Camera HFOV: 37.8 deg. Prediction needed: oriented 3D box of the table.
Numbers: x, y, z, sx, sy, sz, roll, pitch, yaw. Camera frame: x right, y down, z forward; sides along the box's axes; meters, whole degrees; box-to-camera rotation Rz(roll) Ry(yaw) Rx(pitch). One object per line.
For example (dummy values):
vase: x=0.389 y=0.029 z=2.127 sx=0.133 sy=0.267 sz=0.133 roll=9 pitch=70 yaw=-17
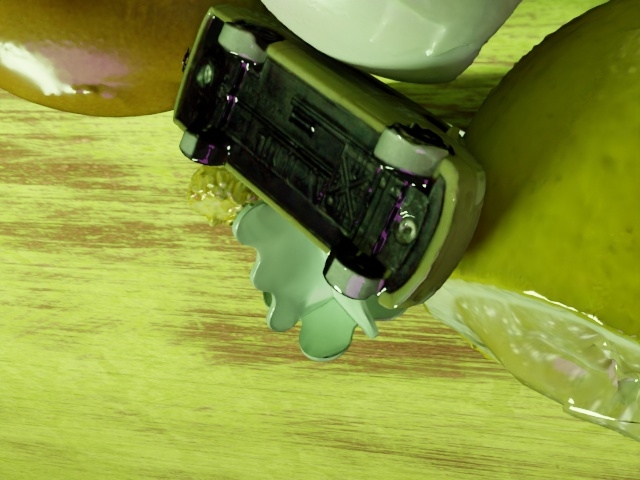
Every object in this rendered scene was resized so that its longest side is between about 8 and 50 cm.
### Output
table: x=0.000 y=0.000 z=0.946 sx=0.166 sy=0.167 sz=0.198 roll=3 pitch=142 yaw=16

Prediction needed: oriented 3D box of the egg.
egg: x=0.030 y=-0.202 z=0.549 sx=0.217 sy=0.183 sz=0.183 roll=35 pitch=148 yaw=-4

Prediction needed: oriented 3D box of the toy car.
toy car: x=0.014 y=-0.060 z=0.599 sx=0.124 sy=0.256 sz=0.101 roll=-1 pitch=122 yaw=-45

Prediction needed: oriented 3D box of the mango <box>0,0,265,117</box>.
mango: x=-0.159 y=-0.174 z=0.689 sx=0.236 sy=0.166 sz=0.136 roll=2 pitch=179 yaw=-1

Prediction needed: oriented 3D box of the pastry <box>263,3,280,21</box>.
pastry: x=-0.066 y=-0.157 z=0.789 sx=0.097 sy=0.057 sz=0.109 roll=27 pitch=150 yaw=-34

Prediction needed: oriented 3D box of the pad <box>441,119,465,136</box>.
pad: x=0.144 y=-0.047 z=0.856 sx=0.156 sy=0.004 sz=0.232 roll=36 pitch=173 yaw=45

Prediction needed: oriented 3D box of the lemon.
lemon: x=0.262 y=-0.021 z=0.629 sx=0.364 sy=0.364 sz=0.364 roll=9 pitch=151 yaw=5

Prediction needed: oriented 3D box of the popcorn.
popcorn: x=-0.100 y=-0.051 z=0.983 sx=0.083 sy=0.057 sz=0.082 roll=1 pitch=142 yaw=25
